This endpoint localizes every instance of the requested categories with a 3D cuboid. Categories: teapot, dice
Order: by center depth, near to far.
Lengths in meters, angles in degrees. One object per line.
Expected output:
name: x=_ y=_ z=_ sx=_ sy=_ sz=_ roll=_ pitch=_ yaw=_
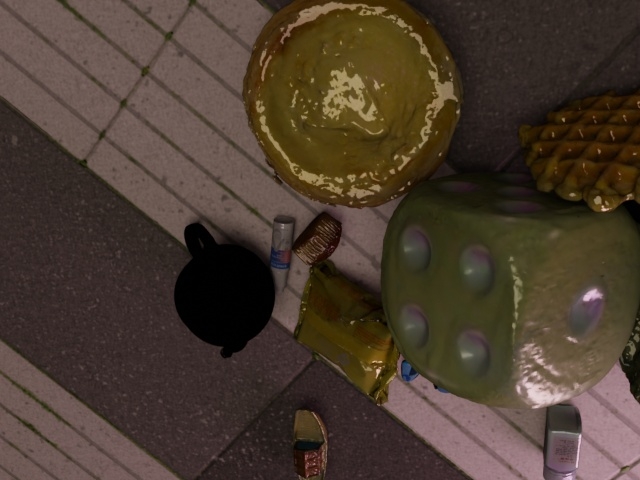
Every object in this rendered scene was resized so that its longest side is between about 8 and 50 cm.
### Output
dice: x=0.246 y=0.054 z=1.031 sx=0.254 sy=0.250 sz=0.252 roll=-10 pitch=112 yaw=-32
teapot: x=-0.167 y=0.083 z=1.262 sx=0.159 sy=0.159 sz=0.232 roll=-15 pitch=95 yaw=18

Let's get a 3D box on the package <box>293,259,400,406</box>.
package: x=0.047 y=0.135 z=1.230 sx=0.226 sy=0.090 sz=0.168 roll=33 pitch=118 yaw=32

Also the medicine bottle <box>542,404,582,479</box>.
medicine bottle: x=0.386 y=0.331 z=1.266 sx=0.055 sy=0.074 sz=0.118 roll=2 pitch=112 yaw=11

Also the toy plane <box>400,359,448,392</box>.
toy plane: x=0.232 y=0.153 z=1.229 sx=0.246 sy=0.078 sz=0.169 roll=-15 pitch=108 yaw=11

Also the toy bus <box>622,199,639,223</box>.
toy bus: x=0.411 y=-0.064 z=1.057 sx=0.172 sy=0.072 sz=0.057 roll=41 pitch=124 yaw=43

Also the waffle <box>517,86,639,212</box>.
waffle: x=0.384 y=-0.123 z=0.976 sx=0.291 sy=0.291 sz=0.051 roll=-11 pitch=120 yaw=17

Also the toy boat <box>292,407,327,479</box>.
toy boat: x=-0.019 y=0.361 z=1.375 sx=0.065 sy=0.066 sz=0.172 roll=3 pitch=112 yaw=14

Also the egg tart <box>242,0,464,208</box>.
egg tart: x=0.046 y=-0.201 z=1.098 sx=0.315 sy=0.120 sz=0.315 roll=4 pitch=111 yaw=10

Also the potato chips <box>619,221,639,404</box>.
potato chips: x=0.514 y=0.065 z=1.002 sx=0.070 sy=0.358 sz=0.429 roll=5 pitch=113 yaw=-25

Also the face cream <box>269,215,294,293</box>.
face cream: x=-0.064 y=0.027 z=1.263 sx=0.034 sy=0.034 sz=0.130 roll=11 pitch=115 yaw=8

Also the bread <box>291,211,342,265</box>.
bread: x=0.000 y=0.000 z=1.213 sx=0.053 sy=0.085 sz=0.085 roll=40 pitch=115 yaw=-10
